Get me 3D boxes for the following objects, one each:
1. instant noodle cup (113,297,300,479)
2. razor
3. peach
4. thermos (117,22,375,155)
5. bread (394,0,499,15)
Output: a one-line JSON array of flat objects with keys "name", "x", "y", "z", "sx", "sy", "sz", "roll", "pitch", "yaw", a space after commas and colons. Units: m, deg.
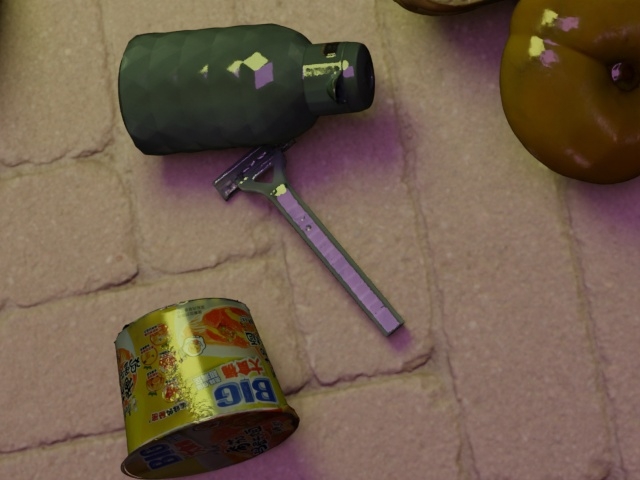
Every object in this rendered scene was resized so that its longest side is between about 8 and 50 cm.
[{"name": "instant noodle cup", "x": -0.137, "y": 0.164, "z": 1.774, "sx": 0.205, "sy": 0.205, "sz": 0.153, "roll": -18, "pitch": 66, "yaw": 5}, {"name": "razor", "x": -0.001, "y": -0.001, "z": 1.844, "sx": 0.111, "sy": 0.056, "sz": 0.278, "roll": -40, "pitch": 75, "yaw": -2}, {"name": "peach", "x": 0.308, "y": -0.187, "z": 1.752, "sx": 0.251, "sy": 0.153, "sz": 0.251, "roll": -3, "pitch": 98, "yaw": -23}, {"name": "thermos", "x": -0.076, "y": -0.183, "z": 1.843, "sx": 0.286, "sy": 0.182, "sz": 0.145, "roll": -3, "pitch": 112, "yaw": 16}, {"name": "bread", "x": 0.217, "y": -0.363, "z": 1.765, "sx": 0.333, "sy": 0.333, "sz": 0.160, "roll": -29, "pitch": 90, "yaw": 3}]
